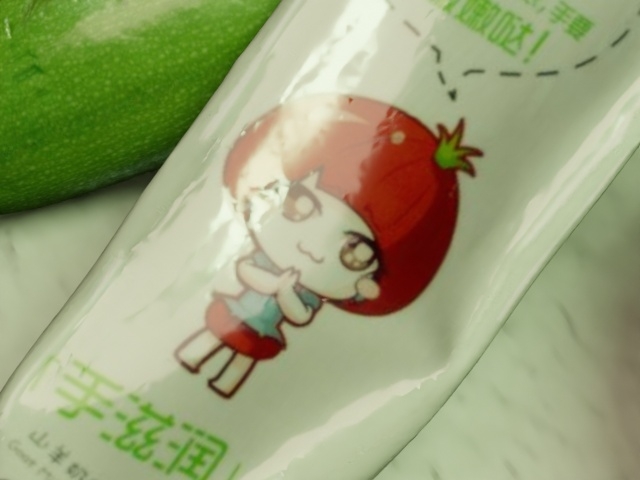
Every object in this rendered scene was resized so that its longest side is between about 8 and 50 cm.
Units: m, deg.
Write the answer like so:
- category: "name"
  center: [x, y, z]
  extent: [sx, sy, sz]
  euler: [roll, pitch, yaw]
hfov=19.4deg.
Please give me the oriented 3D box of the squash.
- category: "squash"
  center: [-0.010, -0.080, 0.585]
  extent: [0.293, 0.082, 0.082]
  euler: [-20, 64, 0]

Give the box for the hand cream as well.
- category: "hand cream"
  center: [0.000, 0.000, 0.513]
  extent: [0.121, 0.076, 0.336]
  euler: [39, 92, 26]
